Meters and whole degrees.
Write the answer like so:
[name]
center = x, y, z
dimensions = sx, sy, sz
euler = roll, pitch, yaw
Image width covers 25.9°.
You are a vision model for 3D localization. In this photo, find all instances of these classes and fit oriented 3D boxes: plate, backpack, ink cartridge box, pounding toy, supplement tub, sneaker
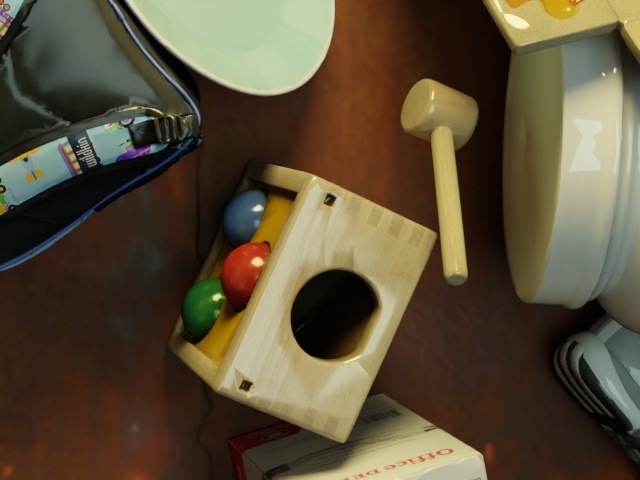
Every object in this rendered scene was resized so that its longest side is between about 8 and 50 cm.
[plate]
center = -0.063, -0.164, 0.769
dimensions = 0.188, 0.024, 0.188
euler = 25, 55, -42
[backpack]
center = -0.167, -0.074, 0.740
dimensions = 0.173, 0.117, 0.158
euler = -35, 107, 8
[ink cartridge box]
center = 0.021, 0.147, 0.815
dimensions = 0.109, 0.150, 0.063
euler = -14, 101, -16
[pounding toy]
center = 0.005, -0.004, 0.773
dimensions = 0.094, 0.181, 0.206
euler = 24, 89, -20
[supplement tub]
center = 0.276, -0.054, 0.810
dimensions = 0.316, 0.228, 0.228
euler = 2, 97, -2
[sneaker]
center = 0.270, 0.117, 0.932
dimensions = 0.132, 0.086, 0.228
euler = -44, 107, -11

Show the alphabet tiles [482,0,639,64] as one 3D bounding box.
[alphabet tiles]
center = 0.190, -0.216, 0.771
dimensions = 0.285, 0.011, 0.342
euler = -15, 58, -14
